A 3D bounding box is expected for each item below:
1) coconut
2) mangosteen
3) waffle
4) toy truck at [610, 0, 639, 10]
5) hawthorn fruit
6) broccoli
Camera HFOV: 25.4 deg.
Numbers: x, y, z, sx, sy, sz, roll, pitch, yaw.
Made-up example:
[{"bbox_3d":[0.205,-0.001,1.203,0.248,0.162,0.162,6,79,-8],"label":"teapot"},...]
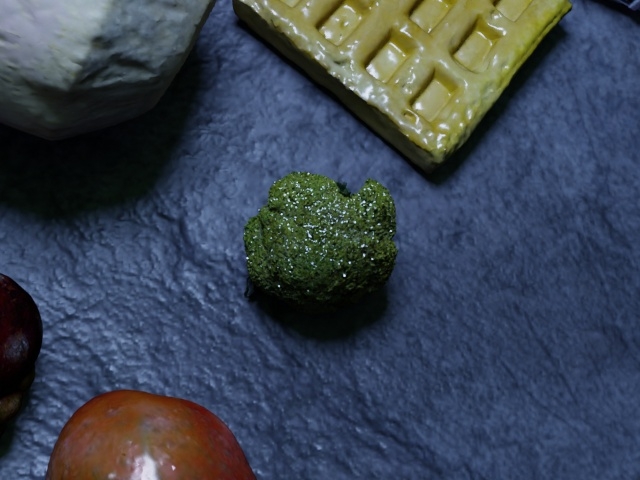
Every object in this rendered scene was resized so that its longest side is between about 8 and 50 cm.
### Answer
[{"bbox_3d":[-0.242,-0.234,1.113,0.329,0.329,0.329,4,72,-11],"label":"coconut"},{"bbox_3d":[-0.273,0.091,1.092,0.140,0.140,0.140,4,72,-11],"label":"mangosteen"},{"bbox_3d":[0.075,-0.214,1.295,0.248,0.055,0.221,40,69,2],"label":"waffle"},{"bbox_3d":[0.341,-0.343,1.360,0.155,0.124,0.268,31,67,-6],"label":"toy truck"},{"bbox_3d":[-0.130,0.196,1.062,0.173,0.173,0.173,4,72,-11],"label":"hawthorn fruit"},{"bbox_3d":[0.000,0.000,1.183,0.130,0.131,0.120,1,33,1],"label":"broccoli"}]
